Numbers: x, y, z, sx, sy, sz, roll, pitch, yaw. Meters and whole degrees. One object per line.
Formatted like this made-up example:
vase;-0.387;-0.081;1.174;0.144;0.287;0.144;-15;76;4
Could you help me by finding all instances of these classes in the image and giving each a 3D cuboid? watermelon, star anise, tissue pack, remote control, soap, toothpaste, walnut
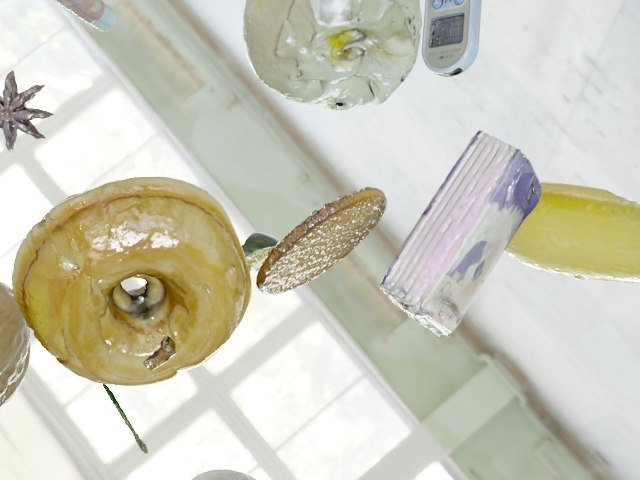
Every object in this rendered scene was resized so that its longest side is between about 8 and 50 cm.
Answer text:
watermelon;-0.120;0.031;2.317;0.075;0.092;0.181;10;168;24
star anise;-0.515;-0.216;1.675;0.141;0.141;0.042;51;-167;-6
tissue pack;0.258;-0.003;1.818;0.125;0.343;0.242;33;177;24
remote control;0.199;-0.359;1.482;0.087;0.244;0.047;-1;167;34
soap;0.542;-0.016;2.112;0.427;0.115;0.306;9;154;34
toothpaste;-0.335;-0.321;1.239;0.056;0.036;0.205;18;174;35
walnut;-0.693;0.216;1.907;0.252;0.313;0.277;18;137;18

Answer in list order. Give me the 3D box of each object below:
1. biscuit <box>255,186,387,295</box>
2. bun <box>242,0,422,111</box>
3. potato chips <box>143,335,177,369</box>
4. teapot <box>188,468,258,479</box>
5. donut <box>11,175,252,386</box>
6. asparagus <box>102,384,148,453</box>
biscuit;0.000;0.000;1.873;0.038;0.305;0.305;53;174;16
bun;0.021;-0.263;1.251;0.239;0.239;0.141;56;-168;-40
potato chips;-0.243;0.171;1.549;0.026;0.037;0.204;59;179;-5
teapot;-0.185;0.565;2.037;0.208;0.300;0.165;-120;37;-75
donut;-0.332;0.082;1.812;0.449;0.449;0.198;56;-176;-37
asparagus;-0.370;0.335;1.887;0.166;0.013;0.016;52;-172;21
